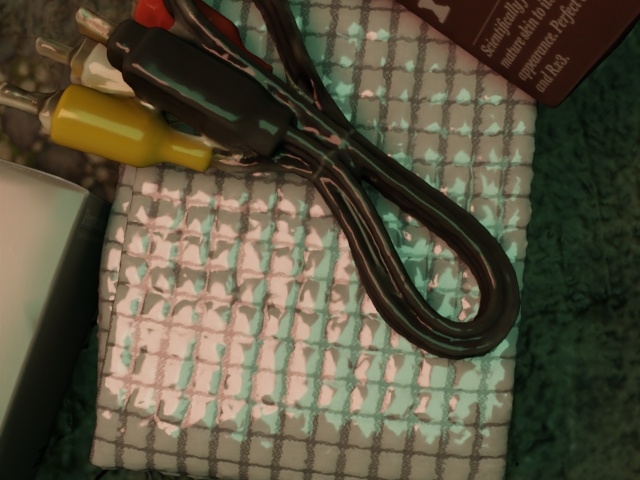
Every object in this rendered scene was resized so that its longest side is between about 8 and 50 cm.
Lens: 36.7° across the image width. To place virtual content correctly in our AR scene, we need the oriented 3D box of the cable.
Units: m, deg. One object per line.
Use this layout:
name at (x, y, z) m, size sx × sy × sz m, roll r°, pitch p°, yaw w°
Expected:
cable at (-0.015, -0.053, 0.503) m, size 0.287 × 0.072 × 0.139 m, roll 33°, pitch 69°, yaw -1°

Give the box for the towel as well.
towel at (0.000, 0.000, 0.567) m, size 0.235 × 0.121 × 0.283 m, roll 4°, pitch 81°, yaw 7°

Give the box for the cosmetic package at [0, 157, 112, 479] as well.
cosmetic package at (-0.202, 0.071, 0.556) m, size 0.107 × 0.127 × 0.238 m, roll 22°, pitch 88°, yaw 1°

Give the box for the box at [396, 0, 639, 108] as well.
box at (0.188, -0.270, 0.466) m, size 0.143 × 0.191 × 0.381 m, roll 38°, pitch 73°, yaw 4°
